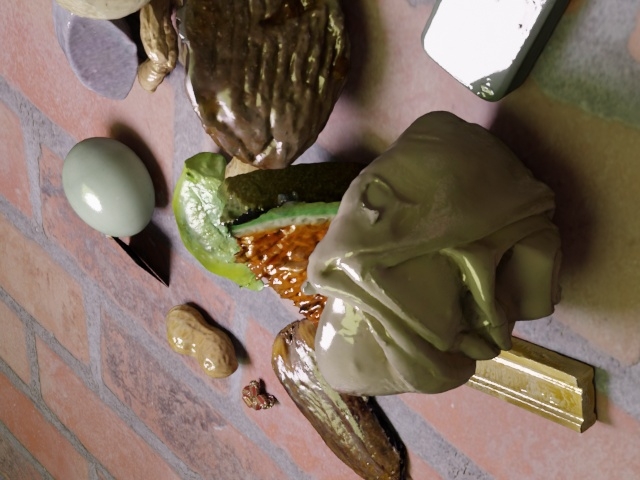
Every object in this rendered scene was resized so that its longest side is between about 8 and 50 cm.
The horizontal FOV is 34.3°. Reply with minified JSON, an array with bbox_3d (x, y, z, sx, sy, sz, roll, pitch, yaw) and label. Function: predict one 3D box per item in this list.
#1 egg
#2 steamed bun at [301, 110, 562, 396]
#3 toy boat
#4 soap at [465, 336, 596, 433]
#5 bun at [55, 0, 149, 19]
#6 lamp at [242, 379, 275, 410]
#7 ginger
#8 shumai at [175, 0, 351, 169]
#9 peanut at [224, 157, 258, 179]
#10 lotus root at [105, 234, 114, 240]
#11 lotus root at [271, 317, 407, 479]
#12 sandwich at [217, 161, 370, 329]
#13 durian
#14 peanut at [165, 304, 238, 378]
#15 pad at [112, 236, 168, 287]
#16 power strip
[{"bbox_3d":[-0.376,-0.095,1.851,0.192,0.149,0.149,53,145,3],"label":"egg"},{"bbox_3d":[0.150,0.040,1.185,0.219,0.324,0.309,25,142,32],"label":"steamed bun"},{"bbox_3d":[-0.375,-0.366,1.662,0.276,0.111,0.293,70,175,-49],"label":"toy boat"},{"bbox_3d":[0.253,0.175,1.403,0.252,0.037,0.092,20,129,42],"label":"soap"},{"bbox_3d":[-0.327,-0.469,1.363,0.352,0.227,0.349,-118,32,-45],"label":"bun"},{"bbox_3d":[-0.121,0.296,1.954,0.063,0.031,0.083,56,148,5],"label":"lamp"},{"bbox_3d":[-0.246,-0.311,1.577,0.258,0.065,0.149,138,134,-80],"label":"ginger"},{"bbox_3d":[-0.085,-0.271,1.403,0.283,0.217,0.346,-139,40,-80],"label":"shumai"},{"bbox_3d":[-0.103,-0.128,1.566,0.080,0.080,0.174,48,146,12],"label":"peanut"},{"bbox_3d":[-0.409,-0.040,2.037,0.037,0.030,0.083,16,130,35],"label":"lotus root"},{"bbox_3d":[0.020,0.289,1.737,0.329,0.078,0.167,54,147,4],"label":"lotus root"},{"bbox_3d":[0.000,0.000,1.484,0.162,0.250,0.301,-95,-4,-48],"label":"sandwich"},{"bbox_3d":[-0.171,-0.027,1.699,0.139,0.101,0.250,16,128,43],"label":"durian"},{"bbox_3d":[-0.227,0.191,1.947,0.193,0.089,0.089,33,138,30],"label":"peanut"},{"bbox_3d":[-0.356,0.026,1.962,0.127,0.004,0.190,44,175,18],"label":"pad"},{"bbox_3d":[0.178,-0.296,1.109,0.194,0.059,0.265,42,142,14],"label":"power strip"}]
